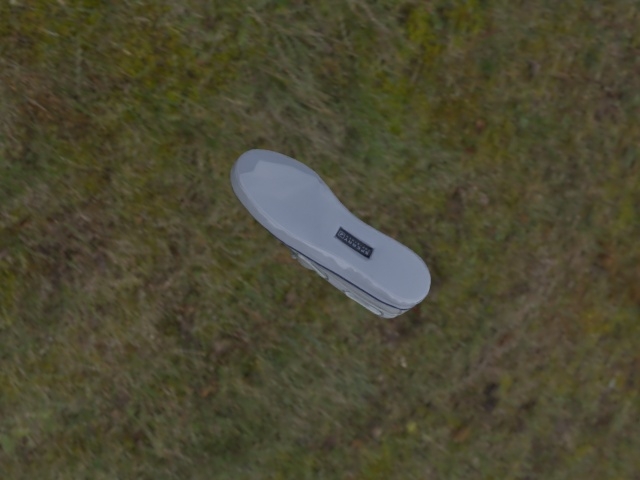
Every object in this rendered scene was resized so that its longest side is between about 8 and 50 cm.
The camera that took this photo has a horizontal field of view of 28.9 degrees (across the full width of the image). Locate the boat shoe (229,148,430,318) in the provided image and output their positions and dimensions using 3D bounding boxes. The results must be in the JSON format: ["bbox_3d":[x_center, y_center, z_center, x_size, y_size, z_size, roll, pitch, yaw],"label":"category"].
[{"bbox_3d":[0.000,0.000,0.540,0.100,0.035,0.035,34,55,-6],"label":"boat shoe"}]
